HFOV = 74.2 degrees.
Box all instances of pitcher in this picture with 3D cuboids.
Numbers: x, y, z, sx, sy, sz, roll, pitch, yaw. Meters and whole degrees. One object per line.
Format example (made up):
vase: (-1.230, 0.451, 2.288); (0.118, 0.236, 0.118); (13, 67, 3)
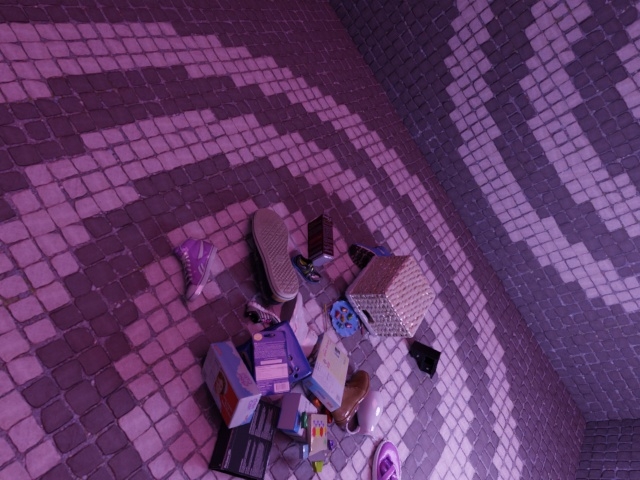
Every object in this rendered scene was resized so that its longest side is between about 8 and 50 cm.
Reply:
pitcher: (0.201, 0.795, 1.953); (0.178, 0.125, 0.206); (21, 67, -23)

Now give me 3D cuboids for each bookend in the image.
bookend: (0.573, 0.664, 2.363); (0.157, 0.156, 0.072); (22, 37, 26)

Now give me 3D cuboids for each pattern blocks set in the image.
pattern blocks set: (-0.013, 0.784, 1.725); (0.324, 0.026, 0.285); (54, 34, -52)

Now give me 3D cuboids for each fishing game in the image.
fishing game: (0.129, 0.392, 2.151); (0.264, 0.041, 0.189); (19, 59, -34)

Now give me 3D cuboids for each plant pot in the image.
plant pot: (-0.211, 0.478, 1.675); (0.212, 0.236, 0.235); (-22, 84, -39)

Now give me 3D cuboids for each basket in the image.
basket: (0.366, 0.288, 2.195); (0.331, 0.267, 0.328); (-47, 113, -35)

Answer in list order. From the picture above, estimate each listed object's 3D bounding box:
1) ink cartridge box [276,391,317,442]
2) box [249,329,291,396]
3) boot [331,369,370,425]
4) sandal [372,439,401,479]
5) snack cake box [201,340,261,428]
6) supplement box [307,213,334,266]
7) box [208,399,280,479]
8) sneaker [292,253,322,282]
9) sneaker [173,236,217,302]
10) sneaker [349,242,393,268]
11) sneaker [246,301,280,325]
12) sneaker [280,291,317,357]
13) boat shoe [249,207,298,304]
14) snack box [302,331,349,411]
ink cartridge box: (-0.090, 0.711, 1.699); (0.190, 0.082, 0.139); (64, 30, -47)
box: (-0.184, 0.446, 1.547); (0.137, 0.036, 0.225); (3, 72, -28)
boot: (0.135, 0.685, 1.931); (0.305, 0.112, 0.115); (-45, 113, -49)
sandal: (0.308, 1.112, 1.884); (0.169, 0.102, 0.416); (36, 49, -23)
snack cake box: (-0.325, 0.509, 1.519); (0.089, 0.152, 0.264); (2, 32, -41)
supplement box: (0.000, 0.000, 2.178); (0.073, 0.130, 0.239); (17, 59, -34)
box: (-0.276, 0.727, 1.571); (0.184, 0.103, 0.261); (35, 49, -28)
sneaker: (-0.059, 0.140, 2.088); (0.188, 0.078, 0.067); (46, 46, -14)
sneaker: (-0.525, 0.107, 1.688); (0.161, 0.102, 0.282); (28, 41, -24)
sneaker: (0.305, 0.095, 2.423); (0.330, 0.129, 0.147); (26, 30, -22)
sneaker: (-0.253, 0.336, 1.827); (0.170, 0.063, 0.074); (36, 48, -16)
sneaker: (-0.092, 0.383, 1.922); (0.169, 0.108, 0.292); (24, 64, -33)
boat shoe: (-0.228, 0.067, 1.933); (0.187, 0.156, 0.499); (6, 53, -34)
snack box: (0.031, 0.569, 1.874); (0.187, 0.060, 0.322); (50, 22, -10)
